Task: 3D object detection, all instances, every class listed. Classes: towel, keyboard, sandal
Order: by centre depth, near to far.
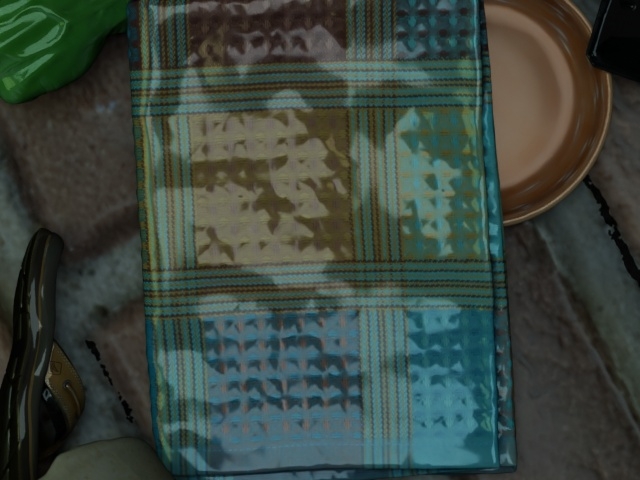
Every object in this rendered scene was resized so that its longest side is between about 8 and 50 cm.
[{"bbox_3d":[0.000,0.000,1.295,0.271,0.040,0.370,-4,96,3],"label":"towel"},{"bbox_3d":[-0.204,0.102,1.318,0.060,0.090,0.219,9,79,-19],"label":"sandal"},{"bbox_3d":[0.297,-0.152,1.326,0.192,0.038,0.100,17,96,-11],"label":"keyboard"}]

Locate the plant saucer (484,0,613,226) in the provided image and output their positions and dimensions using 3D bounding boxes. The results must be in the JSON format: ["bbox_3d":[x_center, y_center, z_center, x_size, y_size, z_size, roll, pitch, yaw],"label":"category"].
[{"bbox_3d":[0.119,-0.107,1.331,0.200,0.037,0.200,0,86,3],"label":"plant saucer"}]

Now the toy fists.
[{"bbox_3d":[-0.263,-0.232,1.324,0.142,0.096,0.279,-29,86,-16],"label":"toy fists"}]

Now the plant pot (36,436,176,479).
[{"bbox_3d":[-0.144,0.316,1.195,0.334,0.334,0.305,-32,75,0],"label":"plant pot"}]
